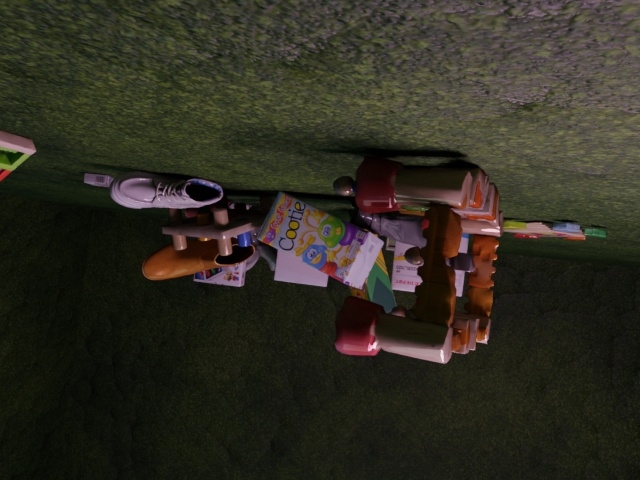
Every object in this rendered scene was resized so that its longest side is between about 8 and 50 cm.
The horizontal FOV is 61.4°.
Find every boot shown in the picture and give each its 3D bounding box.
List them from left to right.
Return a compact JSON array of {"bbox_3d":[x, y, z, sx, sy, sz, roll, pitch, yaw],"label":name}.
[{"bbox_3d":[-0.369,-0.126,1.318,0.258,0.095,0.123,-3,179,-43],"label":"boot"},{"bbox_3d":[-0.356,0.050,1.575,0.295,0.104,0.211,-20,-166,-30],"label":"boot"},{"bbox_3d":[0.182,-0.047,1.348,0.222,0.118,0.338,15,171,-3],"label":"boot"}]

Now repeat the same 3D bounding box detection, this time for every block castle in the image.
[{"bbox_3d":[0.173,0.038,0.939,0.212,0.303,0.453,7,177,26],"label":"block castle"}]

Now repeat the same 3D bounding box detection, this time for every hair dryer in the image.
[{"bbox_3d":[-0.330,-0.080,1.904,0.293,0.080,0.223,10,160,-16],"label":"hair dryer"}]

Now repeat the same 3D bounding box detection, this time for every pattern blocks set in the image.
[{"bbox_3d":[0.608,-0.030,1.488,0.285,0.026,0.324,8,178,-33],"label":"pattern blocks set"}]

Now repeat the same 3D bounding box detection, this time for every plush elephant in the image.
[{"bbox_3d":[-0.292,0.011,2.213,0.255,0.272,0.330,-19,157,-8],"label":"plush elephant"}]

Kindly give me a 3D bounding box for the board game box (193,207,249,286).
[{"bbox_3d":[-0.378,0.015,2.081,0.192,0.306,0.053,7,-179,10],"label":"board game box"}]

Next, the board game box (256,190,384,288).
[{"bbox_3d":[0.000,0.000,1.405,0.275,0.142,0.144,26,179,25],"label":"board game box"}]

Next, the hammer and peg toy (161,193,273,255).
[{"bbox_3d":[-0.237,-0.067,1.558,0.265,0.128,0.361,5,-162,36],"label":"hammer and peg toy"}]

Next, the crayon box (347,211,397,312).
[{"bbox_3d":[0.130,0.068,1.700,0.081,0.319,0.202,-16,-177,-15],"label":"crayon box"}]

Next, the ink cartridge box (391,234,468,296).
[{"bbox_3d":[0.337,0.048,1.657,0.171,0.233,0.168,4,177,39],"label":"ink cartridge box"}]

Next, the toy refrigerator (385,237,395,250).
[{"bbox_3d":[0.349,-0.007,1.978,0.094,0.102,0.269,7,178,-26],"label":"toy refrigerator"}]

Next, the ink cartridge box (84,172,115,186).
[{"bbox_3d":[-0.628,-0.170,1.553,0.062,0.029,0.115,6,178,-2],"label":"ink cartridge box"}]

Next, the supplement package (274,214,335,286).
[{"bbox_3d":[-0.054,0.031,2.055,0.199,0.263,0.198,7,178,2],"label":"supplement package"}]

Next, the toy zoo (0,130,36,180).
[{"bbox_3d":[-0.698,-0.114,0.979,0.293,0.030,0.192,-32,165,16],"label":"toy zoo"}]
